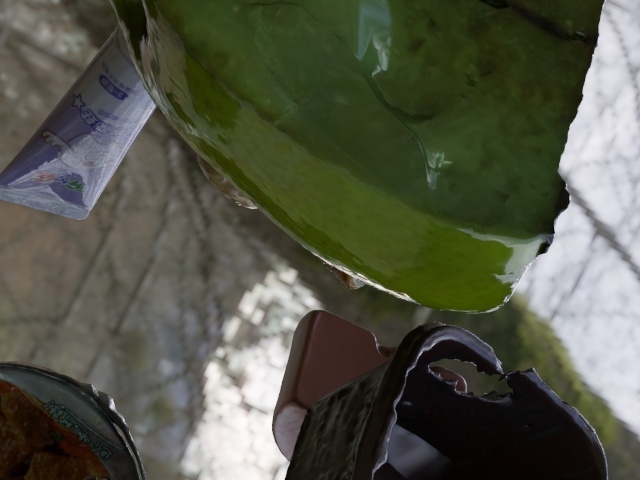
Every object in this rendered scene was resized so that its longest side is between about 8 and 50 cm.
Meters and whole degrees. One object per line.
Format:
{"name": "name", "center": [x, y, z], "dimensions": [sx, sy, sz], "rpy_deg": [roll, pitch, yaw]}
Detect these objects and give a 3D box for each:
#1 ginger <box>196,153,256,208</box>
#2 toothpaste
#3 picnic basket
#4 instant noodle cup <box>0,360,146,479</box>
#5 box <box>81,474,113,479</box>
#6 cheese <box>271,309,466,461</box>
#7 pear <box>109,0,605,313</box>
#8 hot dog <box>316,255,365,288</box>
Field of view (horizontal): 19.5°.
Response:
{"name": "ginger", "center": [-0.032, -0.201, 1.492], "dimensions": [0.126, 0.190, 0.354], "rpy_deg": [15, -88, 45]}
{"name": "toothpaste", "center": [-0.244, -0.139, 2.071], "dimensions": [0.371, 0.125, 0.080], "rpy_deg": [-45, -141, 45]}
{"name": "picnic basket", "center": [0.050, 0.213, 1.118], "dimensions": [0.129, 0.222, 0.297], "rpy_deg": [-16, -132, 42]}
{"name": "instant noodle cup", "center": [-0.323, 0.250, 1.881], "dimensions": [0.296, 0.296, 0.214], "rpy_deg": [-63, -171, 1]}
{"name": "box", "center": [-0.106, 0.365, 1.473], "dimensions": [0.190, 0.370, 0.112], "rpy_deg": [-48, -160, -13]}
{"name": "cheese", "center": [0.024, 0.166, 1.991], "dimensions": [0.203, 0.177, 0.128], "rpy_deg": [-1, -120, 32]}
{"name": "pear", "center": [0.010, -0.138, 1.095], "dimensions": [0.238, 0.318, 0.342], "rpy_deg": [116, -6, -60]}
{"name": "hot dog", "center": [0.000, 0.000, 1.897], "dimensions": [0.028, 0.137, 0.044], "rpy_deg": [-18, 136, -30]}
